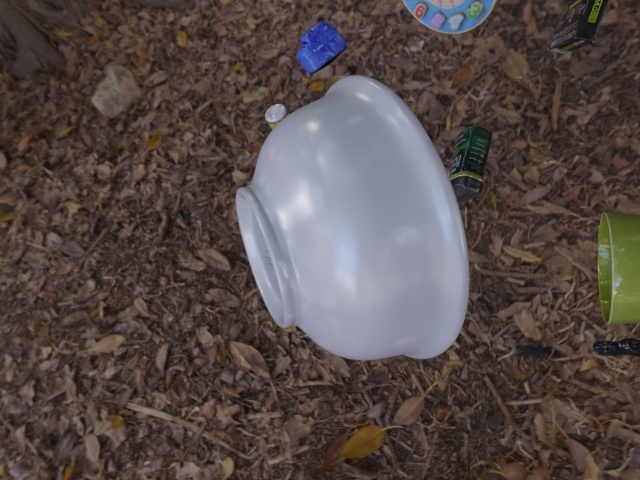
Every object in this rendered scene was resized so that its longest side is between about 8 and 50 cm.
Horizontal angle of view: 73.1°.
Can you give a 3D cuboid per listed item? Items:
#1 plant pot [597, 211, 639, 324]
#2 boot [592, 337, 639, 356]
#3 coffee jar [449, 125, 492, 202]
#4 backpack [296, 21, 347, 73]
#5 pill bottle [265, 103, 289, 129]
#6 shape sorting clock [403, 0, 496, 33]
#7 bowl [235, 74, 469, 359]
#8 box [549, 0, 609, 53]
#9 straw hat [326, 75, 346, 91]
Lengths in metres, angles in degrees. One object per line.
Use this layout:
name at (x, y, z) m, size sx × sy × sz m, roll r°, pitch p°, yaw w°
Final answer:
plant pot at (0.823, 0.065, 0.988) m, size 0.293 × 0.275 × 0.275 m, roll -1°, pitch 66°, yaw 28°
boot at (0.761, 0.274, 1.081) m, size 0.121 × 0.099 × 0.045 m, roll 17°, pitch 66°, yaw -14°
coffee jar at (0.383, -0.195, 1.118) m, size 0.079 × 0.096 × 0.184 m, roll 18°, pitch 73°, yaw -11°
backpack at (-0.009, -0.518, 1.165) m, size 0.120 × 0.101 × 0.098 m, roll -43°, pitch 23°, yaw 1°
pill bottle at (-0.107, -0.330, 1.246) m, size 0.065 × 0.116 × 0.065 m, roll -11°, pitch 57°, yaw 17°
shape sorting clock at (0.211, -0.454, 0.745) m, size 0.206 × 0.206 × 0.040 m, roll 29°, pitch 65°, yaw 29°
bowl at (0.000, 0.000, 0.437) m, size 0.134 × 0.298 × 0.298 m, roll -18°, pitch 58°, yaw -18°
box at (0.548, -0.497, 0.891) m, size 0.045 × 0.190 × 0.184 m, roll 17°, pitch 108°, yaw 8°
straw hat at (0.071, -0.463, 1.409) m, size 0.144 × 0.061 × 0.144 m, roll 10°, pitch 66°, yaw -23°
